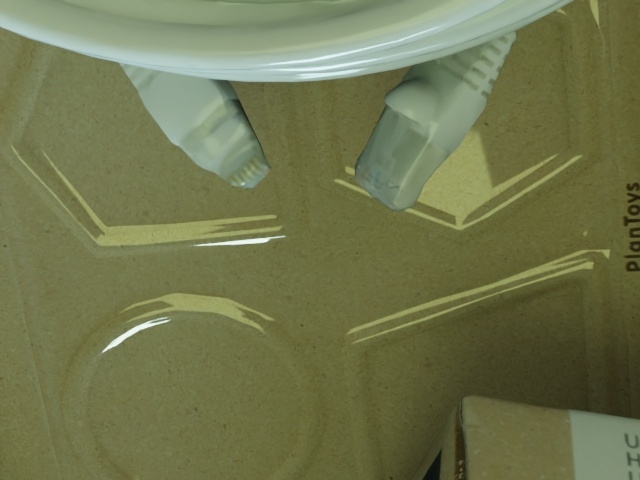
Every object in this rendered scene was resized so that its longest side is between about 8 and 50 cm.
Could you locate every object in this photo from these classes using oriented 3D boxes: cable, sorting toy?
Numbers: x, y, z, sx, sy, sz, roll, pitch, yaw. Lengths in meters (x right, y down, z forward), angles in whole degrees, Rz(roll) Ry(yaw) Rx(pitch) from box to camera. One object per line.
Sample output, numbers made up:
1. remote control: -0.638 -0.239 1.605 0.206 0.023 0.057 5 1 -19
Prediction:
1. cable: -0.015 -0.158 0.372 0.257 0.089 0.257 40 103 -2
2. sorting toy: 0.000 0.000 0.494 0.208 0.038 0.193 -3 118 9

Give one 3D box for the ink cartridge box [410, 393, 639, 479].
1. ink cartridge box: 0.120 0.136 0.508 0.234 0.088 0.193 10 143 -10
